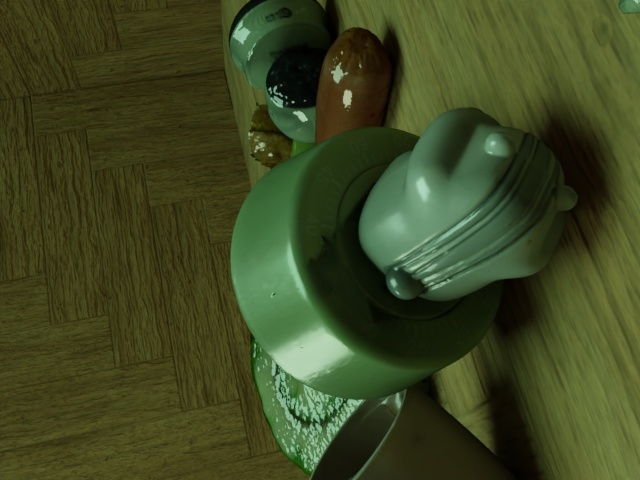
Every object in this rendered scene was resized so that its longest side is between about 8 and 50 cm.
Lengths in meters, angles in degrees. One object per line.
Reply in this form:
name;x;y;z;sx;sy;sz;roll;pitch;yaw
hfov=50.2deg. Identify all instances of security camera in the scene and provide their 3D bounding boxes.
security camera;-0.043;-0.302;1.248;0.191;0.197;0.277;80;168;-64

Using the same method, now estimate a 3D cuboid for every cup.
cup;0.108;0.307;0.774;0.191;0.200;0.253;-49;2;28

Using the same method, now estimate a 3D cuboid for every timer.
timer;0.100;-0.011;0.657;0.315;0.291;0.290;-34;65;57

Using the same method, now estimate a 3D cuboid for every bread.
bread;0.023;0.216;1.174;0.382;0.129;0.366;24;107;47
bread;-0.060;-0.221;1.535;0.260;0.134;0.129;36;-125;-73

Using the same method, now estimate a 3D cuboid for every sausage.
sausage;0.047;-0.211;1.048;0.259;0.114;0.113;97;160;-58

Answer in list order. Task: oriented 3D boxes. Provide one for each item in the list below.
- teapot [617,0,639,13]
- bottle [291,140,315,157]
teapot;0.199;-0.181;0.421;0.067;0.057;0.083;-18;-84;-63
bottle;-0.001;-0.144;1.358;0.112;0.112;0.260;124;135;-75
